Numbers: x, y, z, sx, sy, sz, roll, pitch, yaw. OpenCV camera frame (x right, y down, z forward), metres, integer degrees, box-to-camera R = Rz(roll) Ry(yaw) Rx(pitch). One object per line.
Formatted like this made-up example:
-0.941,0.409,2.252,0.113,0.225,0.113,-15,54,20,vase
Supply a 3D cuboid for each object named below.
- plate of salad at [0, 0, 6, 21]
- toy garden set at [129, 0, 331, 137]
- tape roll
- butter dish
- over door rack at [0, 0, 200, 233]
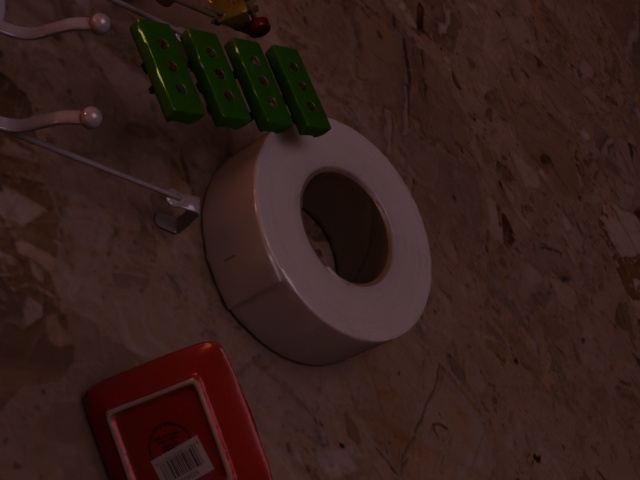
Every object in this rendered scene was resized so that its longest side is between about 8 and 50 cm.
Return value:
-0.396,-0.262,1.077,0.199,0.048,0.200,29,49,-40,plate of salad
-0.116,-0.201,1.191,0.244,0.049,0.204,0,62,-51,toy garden set
0.000,0.000,1.308,0.286,0.100,0.286,24,54,-37,tape roll
-0.120,0.187,1.067,0.160,0.160,0.118,69,17,7,butter dish
-0.223,-0.183,1.137,0.324,0.108,0.240,31,49,-46,over door rack
